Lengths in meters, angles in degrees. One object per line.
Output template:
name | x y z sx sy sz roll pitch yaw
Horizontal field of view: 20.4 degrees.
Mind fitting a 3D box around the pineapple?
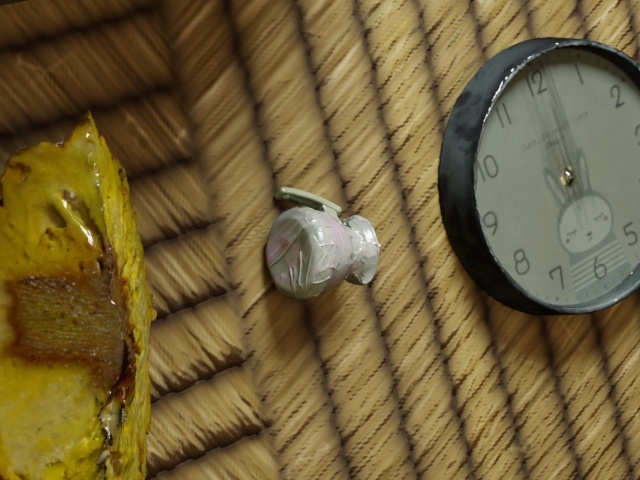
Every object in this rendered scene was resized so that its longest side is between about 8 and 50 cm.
pineapple | -0.182 0.066 1.107 0.164 0.140 0.250 -12 82 9

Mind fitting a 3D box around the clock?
clock | 0.187 -0.048 1.351 0.215 0.042 0.215 -2 93 -31

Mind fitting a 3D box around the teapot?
teapot | 0.000 0.000 1.231 0.064 0.064 0.083 -2 62 -39

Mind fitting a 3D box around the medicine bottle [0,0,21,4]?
medicine bottle | -0.175 -0.203 0.991 0.143 0.258 0.143 -1 93 -30
